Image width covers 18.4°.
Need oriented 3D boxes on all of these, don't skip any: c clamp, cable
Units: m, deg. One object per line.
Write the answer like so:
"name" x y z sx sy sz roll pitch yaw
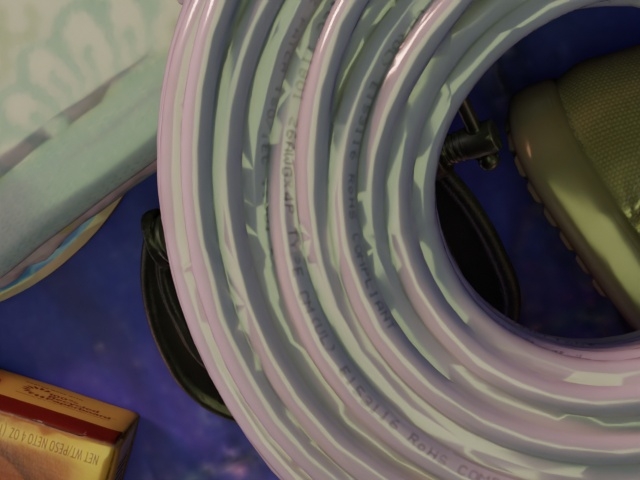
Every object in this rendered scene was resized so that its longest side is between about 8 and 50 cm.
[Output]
"c clamp" 0.000 0.000 0.697 0.160 0.022 0.137 -23 113 23
"cable" 0.081 -0.023 0.569 0.257 0.089 0.257 -6 95 0

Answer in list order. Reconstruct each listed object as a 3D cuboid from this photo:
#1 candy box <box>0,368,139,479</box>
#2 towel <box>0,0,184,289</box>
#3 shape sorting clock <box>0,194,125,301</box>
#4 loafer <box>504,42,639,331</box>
"candy box" -0.146 0.141 0.744 0.109 0.053 0.187 17 102 4
"towel" -0.075 -0.201 0.643 0.374 0.090 0.320 -36 93 3
"shape sorting clock" -0.159 -0.071 0.717 0.206 0.040 0.206 1 100 7
"loafer" 0.170 0.040 0.662 0.092 0.102 0.268 -37 92 17
